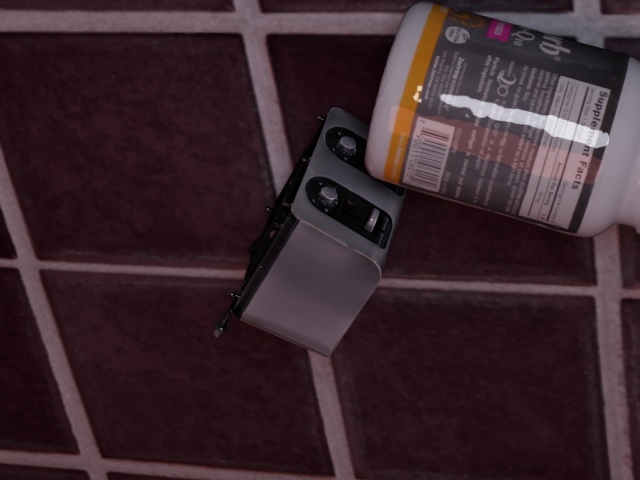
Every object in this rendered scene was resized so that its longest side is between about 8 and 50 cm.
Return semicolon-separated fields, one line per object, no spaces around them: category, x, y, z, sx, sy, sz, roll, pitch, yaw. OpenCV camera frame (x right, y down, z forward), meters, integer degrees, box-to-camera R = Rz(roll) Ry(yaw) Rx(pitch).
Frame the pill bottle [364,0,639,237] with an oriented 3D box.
pill bottle;0.189;-0.094;1.530;0.278;0.162;0.162;16;132;5

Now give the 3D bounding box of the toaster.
toaster;0.000;0.000;1.670;0.110;0.168;0.185;27;132;-5
